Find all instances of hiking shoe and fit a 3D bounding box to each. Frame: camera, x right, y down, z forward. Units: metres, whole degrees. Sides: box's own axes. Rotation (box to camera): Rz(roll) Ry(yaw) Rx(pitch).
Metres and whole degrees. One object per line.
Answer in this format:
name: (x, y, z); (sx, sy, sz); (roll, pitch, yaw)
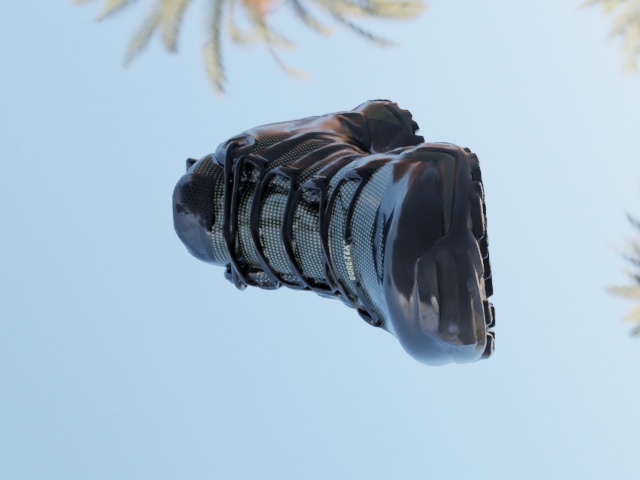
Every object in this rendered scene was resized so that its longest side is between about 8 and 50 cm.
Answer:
hiking shoe: (0.000, 0.000, 0.579); (0.227, 0.114, 0.086); (-123, 25, -74)
